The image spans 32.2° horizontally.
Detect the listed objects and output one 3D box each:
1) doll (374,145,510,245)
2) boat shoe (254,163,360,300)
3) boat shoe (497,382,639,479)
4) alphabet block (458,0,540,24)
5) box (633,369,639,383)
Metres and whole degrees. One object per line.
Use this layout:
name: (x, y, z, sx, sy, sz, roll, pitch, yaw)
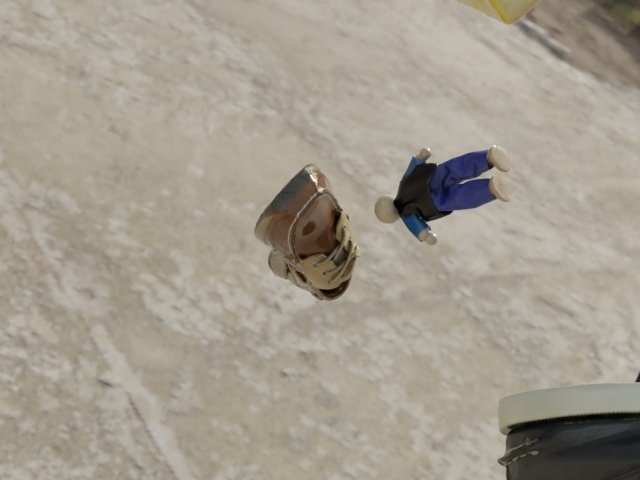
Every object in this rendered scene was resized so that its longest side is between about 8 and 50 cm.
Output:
doll: (0.139, -0.054, 1.340, 0.046, 0.189, 0.129, 21, 63, -44)
boat shoe: (0.000, 0.000, 1.461, 0.120, 0.122, 0.324, 39, -9, 12)
boat shoe: (0.251, 0.137, 0.600, 0.340, 0.113, 0.127, -6, -22, 32)
alphabet block: (0.151, -0.327, 0.934, 0.192, 0.197, 0.193, 46, 6, -21)
box: (0.628, 0.228, 1.419, 0.395, 0.293, 0.212, 25, 0, 38)
